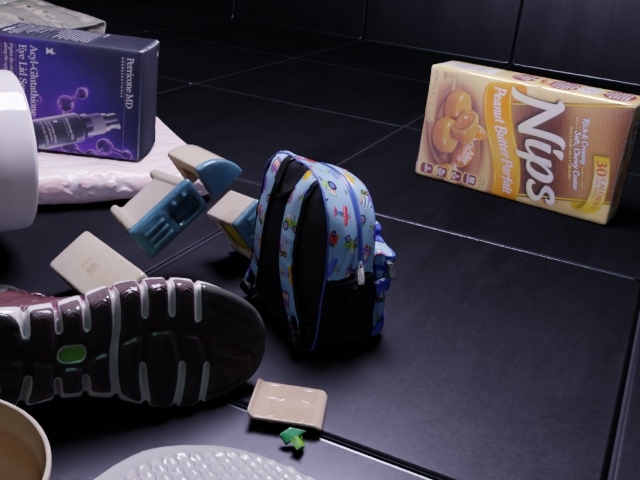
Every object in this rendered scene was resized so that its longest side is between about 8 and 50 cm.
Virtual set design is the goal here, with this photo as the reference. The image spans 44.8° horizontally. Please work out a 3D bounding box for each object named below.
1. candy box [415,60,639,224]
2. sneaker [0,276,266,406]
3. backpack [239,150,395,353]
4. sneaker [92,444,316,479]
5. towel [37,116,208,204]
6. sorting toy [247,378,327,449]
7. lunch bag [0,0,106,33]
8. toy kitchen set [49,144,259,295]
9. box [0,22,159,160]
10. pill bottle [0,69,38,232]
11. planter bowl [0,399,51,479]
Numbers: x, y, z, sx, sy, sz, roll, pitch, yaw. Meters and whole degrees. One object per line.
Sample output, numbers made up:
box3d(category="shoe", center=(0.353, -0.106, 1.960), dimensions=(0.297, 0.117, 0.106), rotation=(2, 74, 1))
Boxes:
box3d(category="candy box", center=(0.317, -0.159, 1.205), dimensions=(0.316, 0.183, 0.087), rotation=(19, 27, 29))
box3d(category="sneaker", center=(-0.198, 0.070, 0.653), dimensions=(0.281, 0.106, 0.162), rotation=(3, 8, -30))
box3d(category="backpack", center=(0.000, 0.000, 0.766), dimensions=(0.117, 0.173, 0.158), rotation=(-7, 25, -27))
box3d(category="sneaker", center=(-0.088, 0.190, 0.387), dimensions=(0.126, 0.127, 0.321), rotation=(22, 3, 23))
box3d(category="towel", center=(-0.359, -0.123, 1.123), dimensions=(0.332, 0.053, 0.317), rotation=(-5, 25, -26))
box3d(category="sorting toy", center=(-0.028, 0.142, 0.631), dimensions=(0.062, 0.012, 0.083), rotation=(12, 20, 2))
box3d(category="lunch bag", center=(-0.592, -0.355, 1.475), dimensions=(0.235, 0.169, 0.287), rotation=(24, 36, 29))
box3d(category="toy kitchen set", center=(-0.136, 0.024, 0.823), dimensions=(0.207, 0.166, 0.122), rotation=(-46, 45, -16))
box3d(category="box", center=(-0.333, -0.205, 1.062), dimensions=(0.207, 0.153, 0.108), rotation=(6, 22, -1))
box3d(category="pill bottle", center=(-0.496, -0.067, 0.731), dimensions=(0.408, 0.229, 0.229), rotation=(-11, 28, -34))
box3d(category="planter bowl", center=(-0.221, 0.166, 0.402), dimensions=(0.162, 0.109, 0.162), rotation=(4, 22, -1))
